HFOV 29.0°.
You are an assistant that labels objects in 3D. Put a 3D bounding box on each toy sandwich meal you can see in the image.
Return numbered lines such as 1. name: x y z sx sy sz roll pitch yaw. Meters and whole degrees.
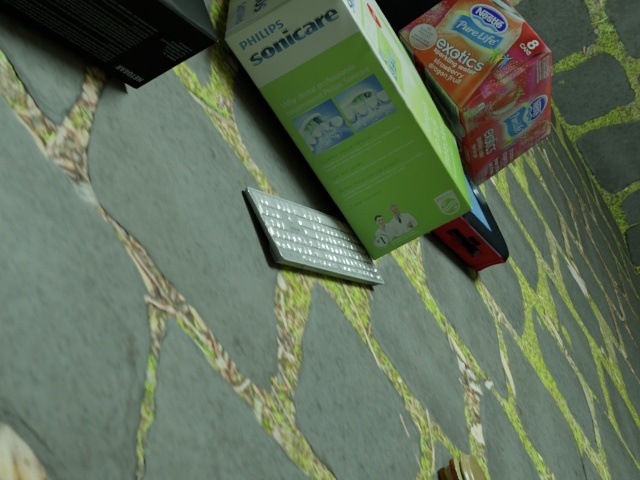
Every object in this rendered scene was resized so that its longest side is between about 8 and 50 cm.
1. toy sandwich meal: 0.144 0.243 1.190 0.085 0.029 0.085 59 14 -24

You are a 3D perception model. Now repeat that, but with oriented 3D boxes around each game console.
1. game console: 0.124 -0.153 1.645 0.386 0.060 0.342 39 30 -54

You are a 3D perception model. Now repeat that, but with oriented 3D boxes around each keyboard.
1. keyboard: 0.000 0.000 1.146 0.256 0.014 0.072 17 49 -67

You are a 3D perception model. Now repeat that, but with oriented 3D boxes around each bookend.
1. bookend: 0.143 -0.279 1.567 0.156 0.157 0.072 59 15 4

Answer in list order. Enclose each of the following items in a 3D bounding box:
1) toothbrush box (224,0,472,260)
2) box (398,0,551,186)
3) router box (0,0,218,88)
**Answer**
1. toothbrush box: 0.029 -0.156 1.262 0.283 0.122 0.206 54 16 -24
2. box: 0.187 -0.181 1.451 0.128 0.123 0.257 55 -1 19
3. router box: -0.207 -0.265 0.819 0.309 0.081 0.243 28 38 -61
